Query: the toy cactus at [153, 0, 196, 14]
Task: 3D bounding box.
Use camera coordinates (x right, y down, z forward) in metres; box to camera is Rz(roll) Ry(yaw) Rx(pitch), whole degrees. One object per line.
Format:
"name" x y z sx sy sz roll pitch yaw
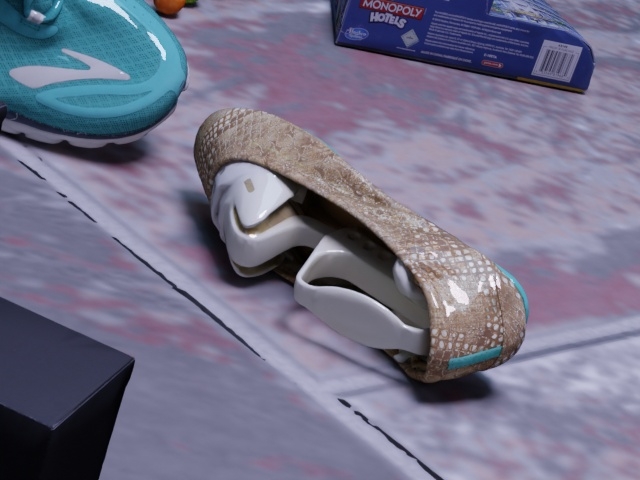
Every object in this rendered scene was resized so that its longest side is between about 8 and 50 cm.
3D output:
"toy cactus" -0.132 -0.224 1.203 0.180 0.112 0.219 14 30 15

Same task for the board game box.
"board game box" 0.082 -0.186 1.304 0.194 0.060 0.194 9 26 -21

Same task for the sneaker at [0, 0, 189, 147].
"sneaker" -0.178 -0.145 0.873 0.275 0.107 0.110 39 -20 -13

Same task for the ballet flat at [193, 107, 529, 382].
"ballet flat" 0.000 0.000 0.824 0.206 0.073 0.067 29 40 33

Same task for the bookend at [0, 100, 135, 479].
"bookend" -0.124 0.019 0.571 0.156 0.157 0.072 23 24 12
